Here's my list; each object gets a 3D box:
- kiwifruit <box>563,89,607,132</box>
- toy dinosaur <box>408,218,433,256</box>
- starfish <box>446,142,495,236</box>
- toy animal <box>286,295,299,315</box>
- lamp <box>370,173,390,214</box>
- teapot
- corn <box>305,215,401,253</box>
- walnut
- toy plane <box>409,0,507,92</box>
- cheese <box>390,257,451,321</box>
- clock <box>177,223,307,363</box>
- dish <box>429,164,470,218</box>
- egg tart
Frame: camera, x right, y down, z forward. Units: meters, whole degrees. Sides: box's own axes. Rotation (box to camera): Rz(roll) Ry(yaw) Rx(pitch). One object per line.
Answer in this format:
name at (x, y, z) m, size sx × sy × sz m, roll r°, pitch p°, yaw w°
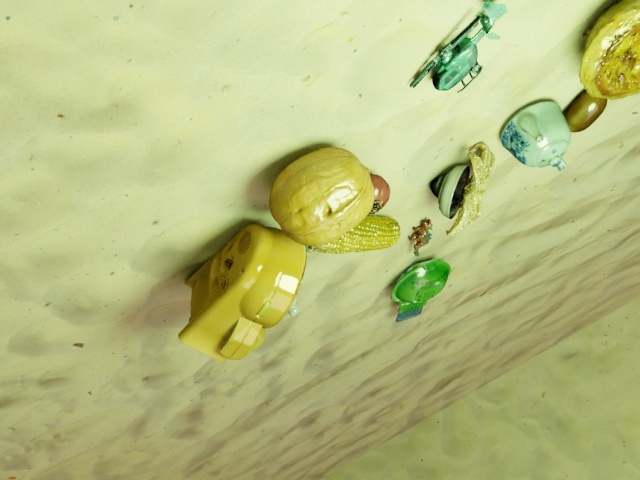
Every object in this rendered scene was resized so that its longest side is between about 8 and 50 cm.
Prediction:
kiwifruit at (0.635, -0.312, 1.675) m, size 0.075 × 0.075 × 0.124 m, roll 0°, pitch 139°, yaw -35°
toy dinosaur at (0.277, -0.007, 1.928) m, size 0.055 × 0.049 × 0.154 m, roll -16°, pitch 144°, yaw -20°
starfish at (0.371, -0.114, 1.704) m, size 0.238 × 0.071 × 0.216 m, roll -59°, pitch 151°, yaw -8°
toy animal at (-0.103, 0.117, 1.784) m, size 0.104 × 0.131 × 0.221 m, roll -2°, pitch 143°, yaw -9°
lamp at (0.109, -0.105, 1.604) m, size 0.107 × 0.092 × 0.107 m, roll -18°, pitch 149°, yaw -11°
teapot at (0.524, -0.231, 1.649) m, size 0.159 × 0.159 × 0.232 m, roll -37°, pitch 148°, yaw 21°
corn at (0.085, -0.014, 1.727) m, size 0.293 × 0.106 × 0.106 m, roll 0°, pitch 143°, yaw -36°
walnut at (0.004, -0.091, 1.468) m, size 0.226 × 0.193 × 0.193 m, roll -23°, pitch 150°, yaw 1°
toy plane at (0.276, -0.366, 1.352) m, size 0.096 × 0.060 × 0.235 m, roll 17°, pitch 137°, yaw -31°
cheese at (0.303, 0.157, 2.173) m, size 0.204 × 0.083 × 0.320 m, roll -15°, pitch 147°, yaw -19°
clock at (-0.167, 0.104, 1.603) m, size 0.200 × 0.244 × 0.317 m, roll 25°, pitch 123°, yaw -26°
dish at (0.311, -0.130, 1.737) m, size 0.141 × 0.078 × 0.141 m, roll -50°, pitch 151°, yaw -41°
egg tart at (0.664, -0.428, 1.468) m, size 0.290 × 0.115 × 0.290 m, roll -19°, pitch 148°, yaw -12°
